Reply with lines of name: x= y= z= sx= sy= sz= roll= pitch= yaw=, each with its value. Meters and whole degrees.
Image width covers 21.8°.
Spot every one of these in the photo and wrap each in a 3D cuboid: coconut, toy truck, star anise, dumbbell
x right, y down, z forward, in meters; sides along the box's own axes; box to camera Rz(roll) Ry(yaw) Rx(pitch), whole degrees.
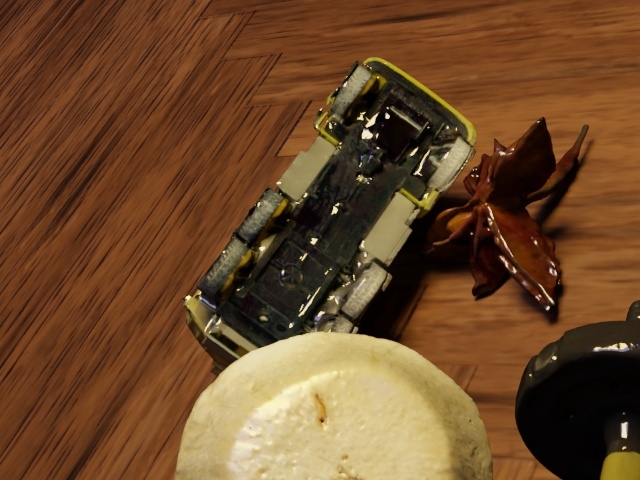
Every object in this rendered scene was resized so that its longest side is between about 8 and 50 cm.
coconut: x=0.005 y=0.166 z=1.027 sx=0.202 sy=0.222 sz=0.202 roll=2 pitch=68 yaw=-5
toy truck: x=0.000 y=0.000 z=1.305 sx=0.272 sy=0.124 sz=0.157 roll=-55 pitch=3 yaw=-24
star anise: x=0.166 y=-0.024 z=1.283 sx=0.158 sy=0.144 sz=0.141 roll=10 pitch=96 yaw=54
dumbbell: x=0.173 y=0.154 z=0.954 sx=0.143 sy=0.143 sz=0.325 roll=-12 pitch=38 yaw=27
